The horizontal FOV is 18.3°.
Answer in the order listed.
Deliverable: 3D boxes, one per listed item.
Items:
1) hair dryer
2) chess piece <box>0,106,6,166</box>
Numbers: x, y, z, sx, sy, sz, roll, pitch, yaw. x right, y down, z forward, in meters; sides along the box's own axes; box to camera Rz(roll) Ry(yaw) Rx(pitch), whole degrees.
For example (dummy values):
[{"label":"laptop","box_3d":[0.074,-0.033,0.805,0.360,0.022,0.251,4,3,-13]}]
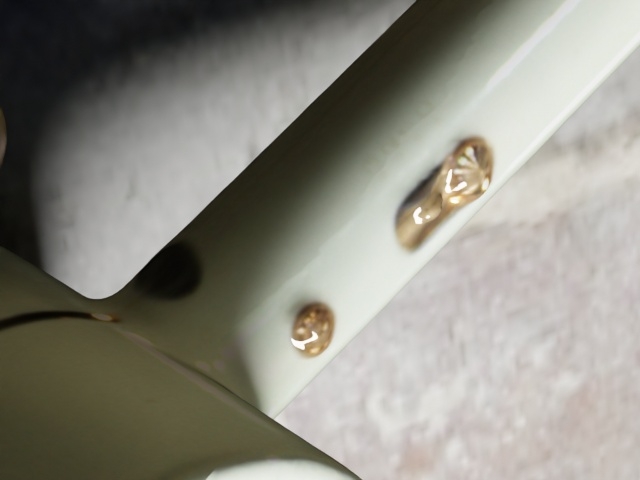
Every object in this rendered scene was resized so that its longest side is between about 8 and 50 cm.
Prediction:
[{"label":"hair dryer","box_3d":[0.000,0.000,0.580,0.362,0.203,0.128,-45,129,-15]},{"label":"chess piece","box_3d":[-0.158,-0.113,0.461,0.139,0.124,0.307,-48,141,-31]}]
